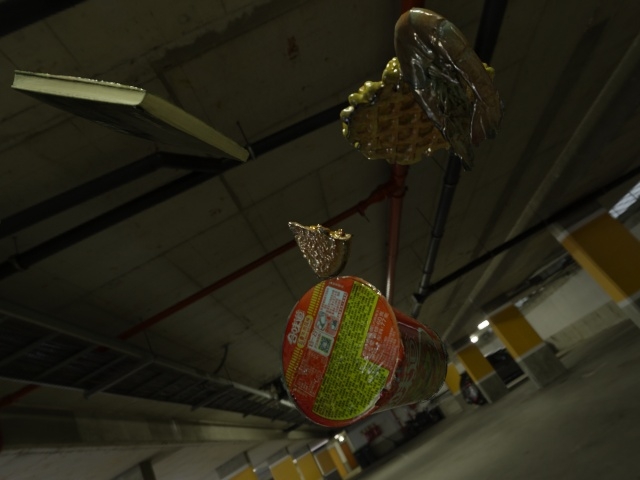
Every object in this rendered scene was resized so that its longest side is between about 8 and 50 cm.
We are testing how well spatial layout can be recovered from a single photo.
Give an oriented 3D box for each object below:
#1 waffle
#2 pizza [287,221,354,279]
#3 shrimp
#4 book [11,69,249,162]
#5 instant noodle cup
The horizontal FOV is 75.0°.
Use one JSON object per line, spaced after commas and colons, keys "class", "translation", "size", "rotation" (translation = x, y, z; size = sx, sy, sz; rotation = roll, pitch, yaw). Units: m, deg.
{"class": "waffle", "translation": [0.187, -0.241, 0.789], "size": [0.282, 0.058, 0.301], "rotation": [-21, -26, 24]}
{"class": "pizza", "translation": [0.001, 0.000, 0.446], "size": [0.025, 0.078, 0.083], "rotation": [-39, -12, -36]}
{"class": "shrimp", "translation": [0.186, -0.192, 0.552], "size": [0.059, 0.145, 0.254], "rotation": [-43, -65, -8]}
{"class": "book", "translation": [-0.217, -0.141, 0.486], "size": [0.160, 0.228, 0.024], "rotation": [20, -93, -62]}
{"class": "instant noodle cup", "translation": [0.082, 0.165, 0.599], "size": [0.193, 0.193, 0.212], "rotation": [-43, -40, 21]}
